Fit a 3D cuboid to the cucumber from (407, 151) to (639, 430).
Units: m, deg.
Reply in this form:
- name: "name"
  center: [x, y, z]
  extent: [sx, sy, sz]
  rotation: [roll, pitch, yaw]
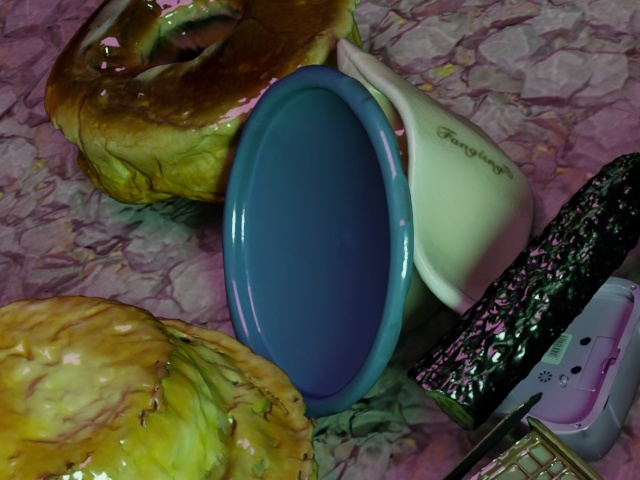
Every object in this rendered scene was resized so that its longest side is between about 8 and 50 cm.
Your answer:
- name: "cucumber"
  center: [0.181, 0.026, 1.395]
  extent: [0.072, 0.072, 0.300]
  rotation: [25, 63, 40]

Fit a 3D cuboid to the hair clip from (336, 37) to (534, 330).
- name: "hair clip"
  center: [0.098, -0.040, 1.514]
  extent: [0.113, 0.172, 0.282]
  rotation: [-24, 48, 40]

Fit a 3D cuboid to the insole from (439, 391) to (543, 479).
- name: "insole"
  center: [0.098, 0.173, 1.331]
  extent: [0.004, 0.064, 0.188]
  rotation: [49, 114, 16]

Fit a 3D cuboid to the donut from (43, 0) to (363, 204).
- name: "donut"
  center: [-0.103, -0.148, 1.722]
  extent: [0.330, 0.160, 0.330]
  rotation: [-13, 34, 9]

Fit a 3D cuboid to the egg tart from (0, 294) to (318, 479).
- name: "egg tart"
  center: [-0.220, 0.174, 1.387]
  extent: [0.443, 0.178, 0.443]
  rotation: [-9, 34, 6]

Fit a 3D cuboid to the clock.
- name: "clock"
  center: [0.192, 0.099, 1.410]
  extent: [0.110, 0.050, 0.153]
  rotation: [7, 52, 30]

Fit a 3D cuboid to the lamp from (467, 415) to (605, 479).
- name: "lamp"
  center: [0.064, 0.266, 1.282]
  extent: [0.325, 0.090, 0.089]
  rotation: [-37, 45, -11]

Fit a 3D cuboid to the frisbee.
- name: "frisbee"
  center: [0.004, 0.001, 1.474]
  extent: [0.049, 0.289, 0.289]
  rotation: [0, 33, -31]
